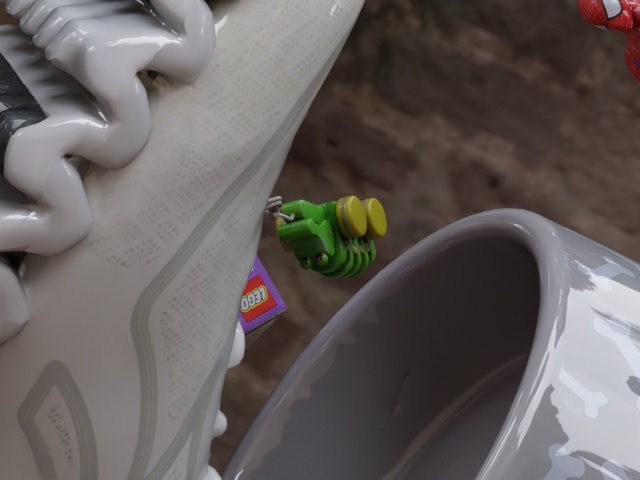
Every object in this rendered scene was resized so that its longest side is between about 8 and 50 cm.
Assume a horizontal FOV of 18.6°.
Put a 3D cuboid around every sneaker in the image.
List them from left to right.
[{"bbox_3d":[-0.066,0.050,0.433,0.118,0.292,0.110,29,12,-21],"label":"sneaker"}]

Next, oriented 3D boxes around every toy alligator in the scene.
[{"bbox_3d":[0.000,0.000,1.317,0.056,0.051,0.189,-14,-6,23],"label":"toy alligator"}]

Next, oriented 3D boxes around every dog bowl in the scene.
[{"bbox_3d":[0.052,0.133,0.999,0.102,0.349,0.349,36,-17,-18],"label":"dog bowl"}]

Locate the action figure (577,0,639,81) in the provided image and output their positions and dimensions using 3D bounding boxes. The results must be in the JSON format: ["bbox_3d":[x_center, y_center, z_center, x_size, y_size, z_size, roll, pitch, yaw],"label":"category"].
[{"bbox_3d":[0.277,-0.072,1.213,0.280,0.139,0.091,29,-49,0],"label":"action figure"}]

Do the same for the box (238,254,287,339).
[{"bbox_3d":[-0.132,0.084,1.169,0.057,0.201,0.293,59,-10,3],"label":"box"}]
